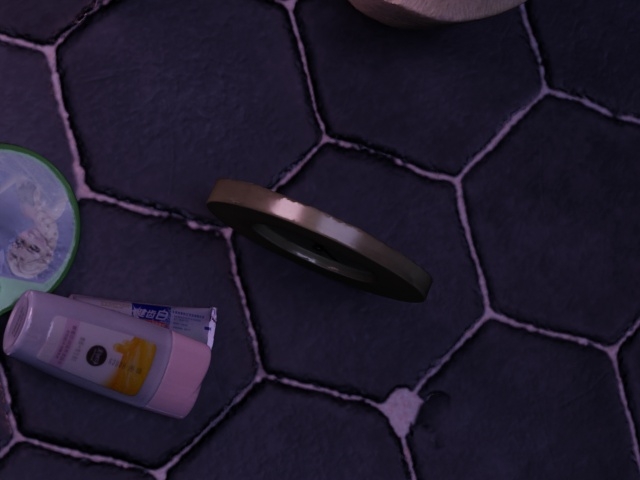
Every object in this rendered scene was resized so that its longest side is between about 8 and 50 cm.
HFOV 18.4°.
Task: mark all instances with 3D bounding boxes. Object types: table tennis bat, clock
[{"bbox_3d":[-0.322,0.030,1.916,0.160,0.039,0.257,15,80,-16],"label":"table tennis bat"},{"bbox_3d":[0.000,0.000,1.912,0.235,0.235,0.029,26,81,-14],"label":"clock"}]

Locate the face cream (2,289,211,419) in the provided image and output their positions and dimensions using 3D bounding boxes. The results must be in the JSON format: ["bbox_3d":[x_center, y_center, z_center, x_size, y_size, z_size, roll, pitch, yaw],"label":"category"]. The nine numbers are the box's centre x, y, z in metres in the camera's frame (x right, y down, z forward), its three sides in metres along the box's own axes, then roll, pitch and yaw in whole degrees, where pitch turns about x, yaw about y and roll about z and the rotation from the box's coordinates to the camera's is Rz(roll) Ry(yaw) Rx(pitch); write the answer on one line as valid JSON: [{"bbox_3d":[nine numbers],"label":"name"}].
[{"bbox_3d":[-0.206,0.110,1.917,0.198,0.057,0.084,20,93,-25],"label":"face cream"}]

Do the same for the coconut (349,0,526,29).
[{"bbox_3d":[0.122,-0.328,1.955,0.237,0.266,0.237,-1,95,-14],"label":"coconut"}]

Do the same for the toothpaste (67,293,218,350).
[{"bbox_3d":[-0.184,0.076,1.959,0.170,0.028,0.045,10,80,-18],"label":"toothpaste"}]
